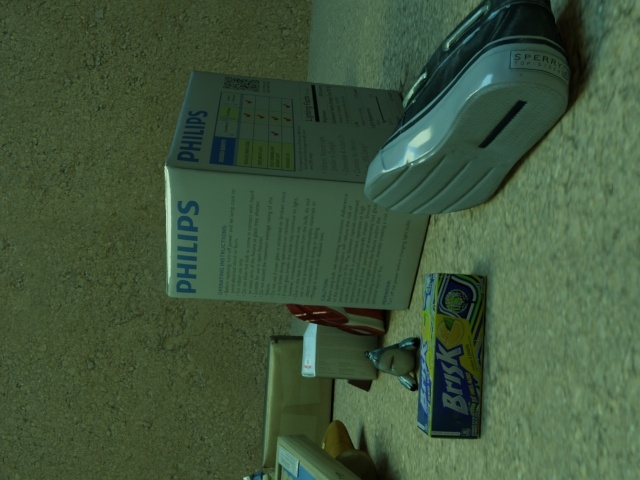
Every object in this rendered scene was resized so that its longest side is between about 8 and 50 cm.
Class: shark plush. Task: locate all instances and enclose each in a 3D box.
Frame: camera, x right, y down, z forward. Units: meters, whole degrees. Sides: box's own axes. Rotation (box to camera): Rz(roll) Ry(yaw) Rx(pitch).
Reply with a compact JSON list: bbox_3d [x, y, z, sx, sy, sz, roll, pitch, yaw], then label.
[{"bbox_3d":[0.096,0.161,1.072,0.161,0.067,0.073,-121,35,-79],"label":"shark plush"}]

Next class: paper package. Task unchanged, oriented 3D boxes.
[{"bbox_3d":[-0.065,0.417,1.964,0.309,0.168,0.325,138,135,-83],"label":"paper package"}]

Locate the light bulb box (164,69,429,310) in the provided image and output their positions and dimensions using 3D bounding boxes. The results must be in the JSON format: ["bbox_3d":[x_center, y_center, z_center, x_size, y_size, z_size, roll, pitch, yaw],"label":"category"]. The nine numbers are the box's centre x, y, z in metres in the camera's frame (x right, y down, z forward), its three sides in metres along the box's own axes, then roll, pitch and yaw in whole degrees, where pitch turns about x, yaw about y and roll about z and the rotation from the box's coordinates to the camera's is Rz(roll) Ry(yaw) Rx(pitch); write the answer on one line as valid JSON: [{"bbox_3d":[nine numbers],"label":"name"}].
[{"bbox_3d":[-0.044,-0.089,1.164,0.358,0.361,0.225,-95,11,-57],"label":"light bulb box"}]

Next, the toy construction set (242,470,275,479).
[{"bbox_3d":[-0.046,0.563,1.371,0.215,0.151,0.328,-19,-81,-81],"label":"toy construction set"}]

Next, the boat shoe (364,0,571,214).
[{"bbox_3d":[0.140,-0.121,0.725,0.335,0.121,0.119,137,145,-65],"label":"boat shoe"}]

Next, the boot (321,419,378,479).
[{"bbox_3d":[0.035,0.400,1.324,0.211,0.104,0.295,-96,7,-52],"label":"boot"}]

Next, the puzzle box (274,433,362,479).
[{"bbox_3d":[0.022,0.476,1.075,0.409,0.052,0.272,-171,84,-65],"label":"puzzle box"}]

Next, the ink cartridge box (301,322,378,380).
[{"bbox_3d":[0.036,0.151,1.291,0.045,0.145,0.179,-15,69,49],"label":"ink cartridge box"}]

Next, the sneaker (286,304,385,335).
[{"bbox_3d":[0.029,0.076,1.222,0.221,0.087,0.128,28,-118,-47],"label":"sneaker"}]

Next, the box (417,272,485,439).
[{"bbox_3d":[0.137,0.120,0.781,0.059,0.054,0.169,150,123,-83],"label":"box"}]

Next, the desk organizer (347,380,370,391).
[{"bbox_3d":[0.069,0.220,1.399,0.130,0.047,0.050,-92,6,-46],"label":"desk organizer"}]
